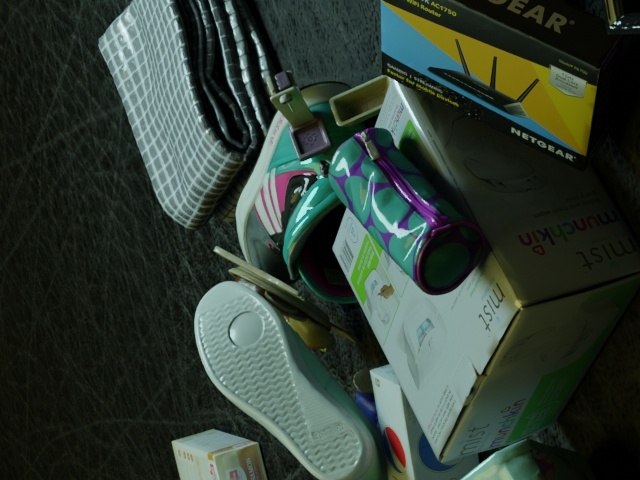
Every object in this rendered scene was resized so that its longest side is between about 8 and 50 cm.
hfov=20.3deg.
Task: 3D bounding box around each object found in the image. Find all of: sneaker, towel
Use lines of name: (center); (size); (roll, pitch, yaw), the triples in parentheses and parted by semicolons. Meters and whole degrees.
sneaker: (-0.027, 0.158, 1.798); (0.256, 0.094, 0.151); (50, -179, 24)
sneaker: (0.000, 0.000, 1.794); (0.295, 0.124, 0.178); (107, 152, -52)
towel: (-0.143, -0.177, 2.017); (0.284, 0.121, 0.235); (69, 157, 15)

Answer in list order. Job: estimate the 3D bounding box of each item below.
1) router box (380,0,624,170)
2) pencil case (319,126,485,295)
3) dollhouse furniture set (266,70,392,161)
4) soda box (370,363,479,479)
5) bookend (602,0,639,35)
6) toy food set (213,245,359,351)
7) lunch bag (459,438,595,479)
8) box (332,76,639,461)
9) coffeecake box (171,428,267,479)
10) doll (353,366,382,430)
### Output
router box: (0.130, -0.138, 1.312); (0.179, 0.046, 0.133); (27, 154, 18)
pencil case: (0.062, -0.025, 1.348); (0.152, 0.064, 0.070); (49, 159, 45)
dollhouse furniture set: (0.007, -0.148, 1.664); (0.081, 0.114, 0.091); (51, -163, -62)
soda box: (0.108, 0.222, 1.724); (0.069, 0.074, 0.216); (-159, 56, -65)
bookend: (0.237, -0.212, 1.112); (0.157, 0.072, 0.156); (13, 116, 66)
toy food set: (-0.043, 0.071, 1.852); (0.132, 0.038, 0.192); (28, 173, 26)
lunch bag: (0.189, 0.301, 1.468); (0.262, 0.160, 0.223); (102, 147, -60)
box: (0.127, 0.016, 1.465); (0.231, 0.127, 0.262); (63, 155, 27)
coffeecake box: (-0.127, 0.337, 2.397); (0.185, 0.068, 0.142); (-179, 75, -68)
doll: (0.051, 0.210, 1.896); (0.129, 0.046, 0.189); (47, 148, 28)
